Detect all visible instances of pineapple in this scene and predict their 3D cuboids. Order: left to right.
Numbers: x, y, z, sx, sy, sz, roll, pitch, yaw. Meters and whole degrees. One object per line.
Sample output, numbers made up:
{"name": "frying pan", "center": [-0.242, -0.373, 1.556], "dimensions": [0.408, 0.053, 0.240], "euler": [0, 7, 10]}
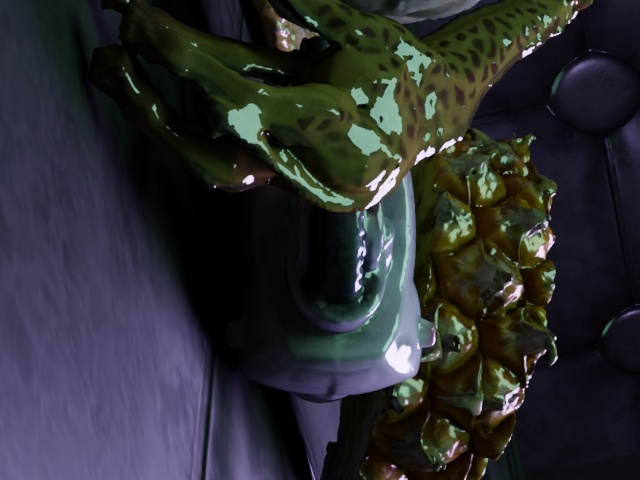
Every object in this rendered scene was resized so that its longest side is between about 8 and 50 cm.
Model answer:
{"name": "pineapple", "center": [0.067, 0.046, 0.927], "dimensions": [0.135, 0.080, 0.233], "euler": [-150, -106, -76]}

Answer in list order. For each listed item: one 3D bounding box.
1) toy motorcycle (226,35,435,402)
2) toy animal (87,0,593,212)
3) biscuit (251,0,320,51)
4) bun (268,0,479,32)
{"name": "toy motorcycle", "center": [0.000, 0.000, 0.876], "dimensions": [0.260, 0.110, 0.170], "euler": [-101, -167, -69]}
{"name": "toy animal", "center": [0.023, -0.079, 0.747], "dimensions": [0.054, 0.276, 0.149], "euler": [-40, -122, 47]}
{"name": "biscuit", "center": [-0.026, -0.179, 1.162], "dimensions": [0.220, 0.033, 0.219], "euler": [-13, 90, -81]}
{"name": "bun", "center": [0.000, -0.172, 0.898], "dimensions": [0.126, 0.212, 0.204], "euler": [-62, -149, 13]}
